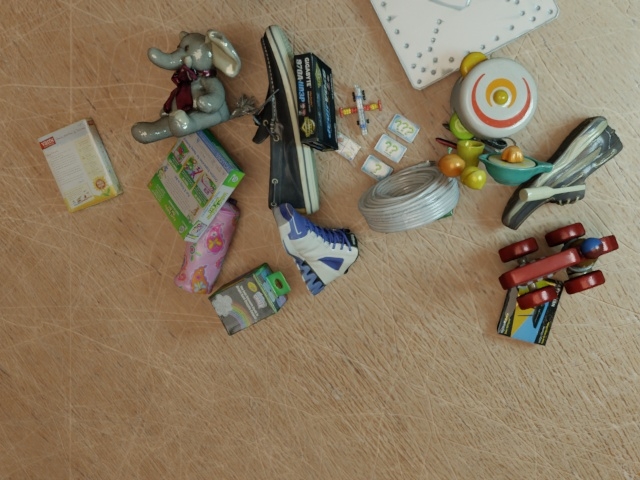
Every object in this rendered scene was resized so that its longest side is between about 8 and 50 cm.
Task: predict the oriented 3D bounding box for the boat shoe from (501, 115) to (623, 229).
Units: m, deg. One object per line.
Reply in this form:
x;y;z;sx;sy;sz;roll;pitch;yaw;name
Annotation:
0.607;-0.146;1.714;0.130;0.132;0.355;41;109;0;boat shoe

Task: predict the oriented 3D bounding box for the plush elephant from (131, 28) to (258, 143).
-0.331;-0.417;1.766;0.272;0.330;0.255;6;116;57;plush elephant

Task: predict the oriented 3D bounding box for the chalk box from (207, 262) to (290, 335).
-0.185;0.156;1.953;0.213;0.132;0.132;-27;96;16;chalk box

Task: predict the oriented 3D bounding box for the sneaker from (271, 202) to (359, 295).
0.000;0.001;1.853;0.182;0.127;0.315;-25;133;3;sneaker

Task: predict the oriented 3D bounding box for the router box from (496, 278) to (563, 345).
0.563;0.182;1.846;0.133;0.046;0.179;14;106;9;router box

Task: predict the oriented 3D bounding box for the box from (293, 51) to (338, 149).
-0.010;-0.344;1.731;0.051;0.175;0.220;-5;87;18;box

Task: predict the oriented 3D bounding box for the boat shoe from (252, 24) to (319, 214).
-0.108;-0.304;1.799;0.156;0.187;0.500;-7;107;6;boat shoe

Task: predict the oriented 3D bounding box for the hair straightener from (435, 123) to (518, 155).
0.419;-0.256;1.769;0.230;0.047;0.089;23;107;5;hair straightener

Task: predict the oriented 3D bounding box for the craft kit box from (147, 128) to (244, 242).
-0.349;-0.166;1.883;0.247;0.061;0.250;-50;56;16;craft kit box

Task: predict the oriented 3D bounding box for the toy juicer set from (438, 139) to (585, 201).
0.431;-0.172;1.605;0.329;0.209;0.090;22;119;35;toy juicer set

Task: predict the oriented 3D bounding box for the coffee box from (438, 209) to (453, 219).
0.259;-0.068;1.815;0.184;0.113;0.040;-16;99;13;coffee box

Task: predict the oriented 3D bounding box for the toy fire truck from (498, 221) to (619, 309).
0.584;0.056;1.677;0.302;0.254;0.169;-19;82;5;toy fire truck

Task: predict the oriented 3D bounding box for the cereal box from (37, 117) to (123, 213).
-0.705;-0.219;2.012;0.173;0.047;0.240;-17;99;15;cereal box

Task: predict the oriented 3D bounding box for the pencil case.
-0.324;0.012;1.956;0.124;0.124;0.284;22;107;6;pencil case

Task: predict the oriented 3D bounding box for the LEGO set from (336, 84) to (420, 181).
0.116;-0.290;1.821;0.244;0.060;0.182;34;104;3;LEGO set

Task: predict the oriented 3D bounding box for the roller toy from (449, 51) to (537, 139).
0.424;-0.347;1.677;0.191;0.146;0.209;5;95;-2;roller toy

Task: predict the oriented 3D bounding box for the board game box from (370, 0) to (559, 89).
0.326;-0.636;1.695;0.389;0.050;0.390;-26;97;16;board game box

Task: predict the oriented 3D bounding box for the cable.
0.224;-0.108;1.739;0.257;0.257;0.089;-18;111;10;cable
